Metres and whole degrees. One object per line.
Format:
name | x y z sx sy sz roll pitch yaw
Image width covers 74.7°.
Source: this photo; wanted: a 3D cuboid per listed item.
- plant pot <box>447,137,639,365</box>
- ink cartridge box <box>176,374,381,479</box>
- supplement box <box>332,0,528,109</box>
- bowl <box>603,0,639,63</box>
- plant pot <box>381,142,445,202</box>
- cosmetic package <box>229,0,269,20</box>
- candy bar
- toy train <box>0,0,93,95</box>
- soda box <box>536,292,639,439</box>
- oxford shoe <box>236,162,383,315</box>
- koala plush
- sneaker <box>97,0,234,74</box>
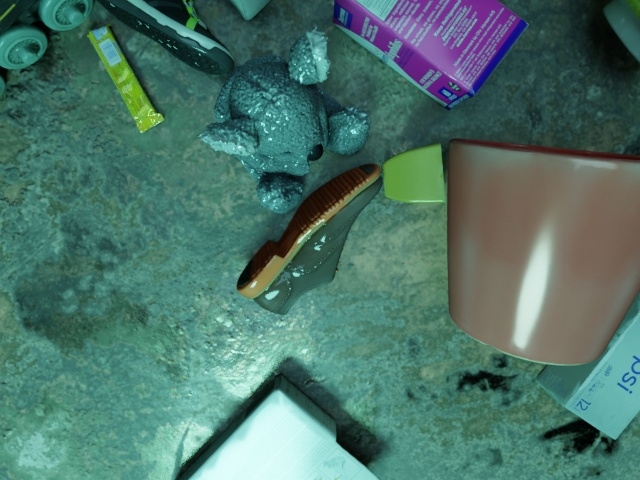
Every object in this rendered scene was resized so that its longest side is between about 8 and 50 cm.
plant pot | 0.286 0.004 0.540 0.275 0.275 0.243 4 106 -1
ink cartridge box | -0.070 0.396 0.678 0.239 0.060 0.275 43 95 -6
supplement box | 0.136 -0.292 0.563 0.220 0.111 0.114 36 96 -4
bowl | 0.467 -0.308 0.524 0.289 0.289 0.156 46 137 -6
plant pot | 0.133 -0.092 0.608 0.083 0.081 0.081 -6 98 13
cosmetic package | -0.130 -0.429 0.486 0.138 0.224 0.224 -43 96 2
candy bar | -0.287 -0.240 0.614 0.040 0.018 0.161 -28 96 0
toy train | -0.445 -0.295 0.519 0.334 0.190 0.142 -40 95 4
soda box | 0.467 0.144 0.631 0.098 0.091 0.286 33 96 -3
oxford shoe | 0.000 0.000 0.621 0.271 0.097 0.098 -44 113 11
koala plush | -0.056 -0.155 0.524 0.196 0.221 0.203 -41 96 5
sneaker | -0.204 -0.319 0.564 0.235 0.084 0.097 34 87 4
